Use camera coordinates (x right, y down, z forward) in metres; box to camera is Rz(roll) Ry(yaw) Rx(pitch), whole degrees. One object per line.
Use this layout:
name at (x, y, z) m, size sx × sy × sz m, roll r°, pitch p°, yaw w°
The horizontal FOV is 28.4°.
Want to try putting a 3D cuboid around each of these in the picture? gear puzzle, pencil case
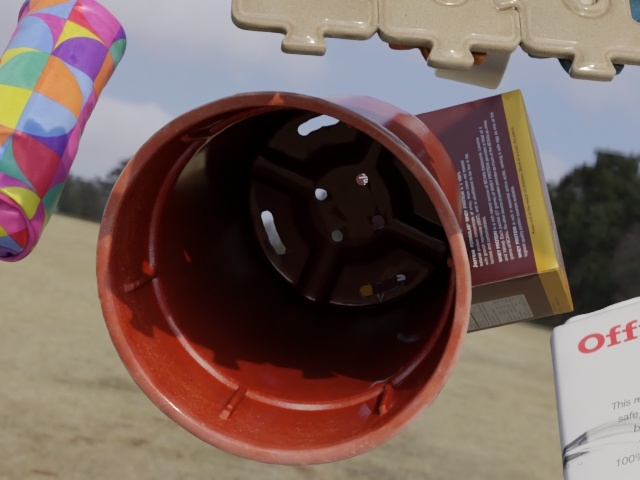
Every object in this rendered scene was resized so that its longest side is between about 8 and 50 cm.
gear puzzle at (0.021, -0.164, 0.724) m, size 0.339 × 0.175 × 0.044 m, roll 4°, pitch -30°, yaw -7°
pencil case at (-0.232, -0.093, 1.000) m, size 0.104 × 0.236 × 0.104 m, roll 12°, pitch -37°, yaw 9°

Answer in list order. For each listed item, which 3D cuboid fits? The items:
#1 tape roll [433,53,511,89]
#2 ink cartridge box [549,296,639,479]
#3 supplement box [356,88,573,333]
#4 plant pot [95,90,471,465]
tape roll at (0.191, -0.349, 1.287) m, size 0.072 × 0.392 × 0.392 m, roll 13°, pitch -3°, yaw 3°
ink cartridge box at (0.220, 0.132, 0.643) m, size 0.172 × 0.237 × 0.100 m, roll -19°, pitch -53°, yaw 20°
supplement box at (0.128, -0.017, 1.243) m, size 0.194 × 0.191 × 0.129 m, roll -13°, pitch -24°, yaw 12°
plant pot at (0.000, 0.000, 1.008) m, size 0.272 × 0.272 × 0.265 m, roll 11°, pitch 16°, yaw 11°
